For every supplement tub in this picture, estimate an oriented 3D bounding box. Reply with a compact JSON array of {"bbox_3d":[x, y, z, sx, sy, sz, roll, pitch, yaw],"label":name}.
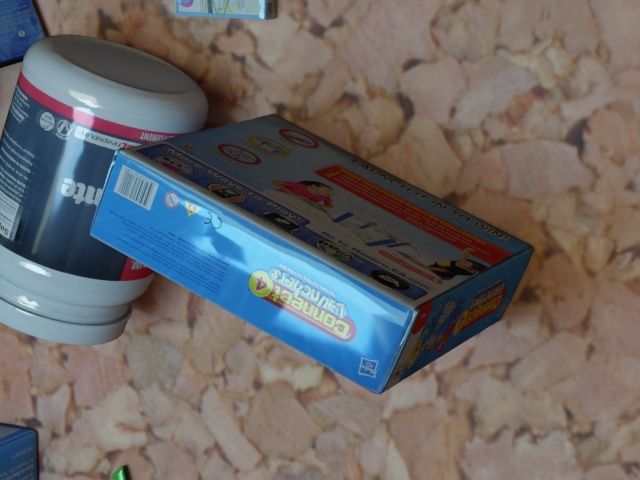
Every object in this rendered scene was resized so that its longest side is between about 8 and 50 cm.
[{"bbox_3d":[-0.237,-0.052,1.817,0.191,0.191,0.272,26,109,19],"label":"supplement tub"}]

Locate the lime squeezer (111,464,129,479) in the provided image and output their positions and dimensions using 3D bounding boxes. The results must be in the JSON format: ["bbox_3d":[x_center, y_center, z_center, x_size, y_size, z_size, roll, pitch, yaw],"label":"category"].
[{"bbox_3d":[-0.152,0.396,1.944,0.110,0.059,0.310,-40,78,-5],"label":"lime squeezer"}]

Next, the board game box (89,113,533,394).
[{"bbox_3d":[0.000,0.000,1.654,0.308,0.302,0.086,28,110,19],"label":"board game box"}]

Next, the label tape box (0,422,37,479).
[{"bbox_3d":[-0.411,0.393,1.944,0.115,0.249,0.348,6,102,24],"label":"label tape box"}]

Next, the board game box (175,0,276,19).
[{"bbox_3d":[-0.094,-0.299,1.799,0.103,0.026,0.154,6,102,24],"label":"board game box"}]

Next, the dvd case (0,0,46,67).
[{"bbox_3d":[-0.408,-0.287,1.878,0.022,0.180,0.253,-21,90,65],"label":"dvd case"}]
